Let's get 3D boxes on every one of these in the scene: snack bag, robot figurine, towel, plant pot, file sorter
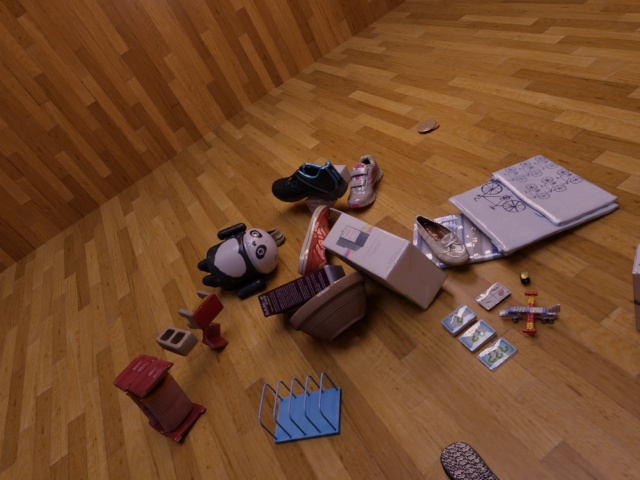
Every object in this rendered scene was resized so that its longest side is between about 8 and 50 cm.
[{"bbox_3d":[0.571,-0.114,1.356,0.342,0.037,0.323,-22,36,-4],"label":"snack bag"},{"bbox_3d":[-0.282,0.069,1.670,0.278,0.209,0.173,-24,23,10],"label":"robot figurine"},{"bbox_3d":[0.403,-0.010,1.396,0.285,0.034,0.209,-12,40,24],"label":"towel"},{"bbox_3d":[0.043,0.194,1.301,0.237,0.237,0.110,-34,77,-5],"label":"plant pot"},{"bbox_3d":[-0.049,0.399,1.163,0.170,0.104,0.118,-16,38,19],"label":"file sorter"}]

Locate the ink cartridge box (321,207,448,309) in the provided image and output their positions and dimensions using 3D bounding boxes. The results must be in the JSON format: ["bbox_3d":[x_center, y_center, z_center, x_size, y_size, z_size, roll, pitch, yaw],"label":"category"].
[{"bbox_3d":[0.150,0.042,1.352,0.119,0.207,0.353,-57,38,-4],"label":"ink cartridge box"}]

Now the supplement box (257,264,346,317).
[{"bbox_3d":[-0.049,0.148,1.421,0.239,0.130,0.073,-25,79,17],"label":"supplement box"}]

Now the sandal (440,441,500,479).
[{"bbox_3d":[0.306,0.476,0.870,0.097,0.054,0.254,-23,26,-1],"label":"sandal"}]

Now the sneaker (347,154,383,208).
[{"bbox_3d":[0.148,-0.219,1.764,0.103,0.111,0.252,-8,41,29],"label":"sneaker"}]

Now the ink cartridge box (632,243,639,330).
[{"bbox_3d":[0.684,0.101,0.921,0.139,0.190,0.082,5,48,39],"label":"ink cartridge box"}]

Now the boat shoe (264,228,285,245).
[{"bbox_3d":[-0.226,-0.011,1.816,0.190,0.072,0.068,-14,39,23],"label":"boat shoe"}]

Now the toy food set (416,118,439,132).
[{"bbox_3d":[0.426,-0.458,1.933,0.083,0.020,0.082,-31,35,1],"label":"toy food set"}]

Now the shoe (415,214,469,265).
[{"bbox_3d":[0.335,-0.003,1.358,0.076,0.058,0.219,-34,39,-4],"label":"shoe"}]

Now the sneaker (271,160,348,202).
[{"bbox_3d":[-0.058,-0.227,1.781,0.341,0.139,0.125,0,47,38],"label":"sneaker"}]

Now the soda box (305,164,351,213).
[{"bbox_3d":[0.033,-0.197,1.859,0.074,0.069,0.216,5,49,40],"label":"soda box"}]

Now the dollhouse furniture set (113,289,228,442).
[{"bbox_3d":[-0.377,0.347,1.395,0.152,0.201,0.374,3,41,39],"label":"dollhouse furniture set"}]

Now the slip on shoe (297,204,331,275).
[{"bbox_3d":[0.000,0.000,1.627,0.101,0.123,0.331,12,39,2],"label":"slip on shoe"}]

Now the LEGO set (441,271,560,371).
[{"bbox_3d":[0.431,0.167,1.142,0.244,0.060,0.182,-35,39,-7],"label":"LEGO set"}]
